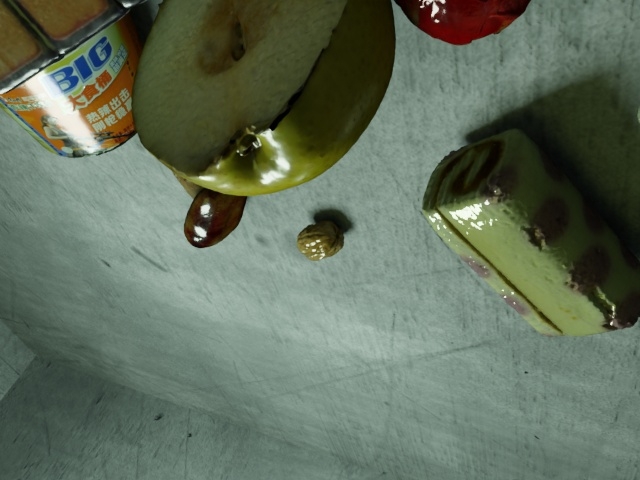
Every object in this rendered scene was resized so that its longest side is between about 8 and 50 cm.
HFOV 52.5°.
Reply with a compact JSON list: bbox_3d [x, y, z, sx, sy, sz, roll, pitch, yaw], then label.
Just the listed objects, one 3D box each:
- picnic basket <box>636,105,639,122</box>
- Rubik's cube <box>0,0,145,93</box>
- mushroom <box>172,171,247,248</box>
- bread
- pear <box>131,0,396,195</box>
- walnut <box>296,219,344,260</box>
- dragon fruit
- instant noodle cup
[{"bbox_3d":[0.421,-0.141,0.779,0.083,0.083,0.065,30,152,4],"label":"picnic basket"},{"bbox_3d":[-0.252,-0.408,0.601,0.344,0.337,0.344,-23,126,17],"label":"Rubik's cube"},{"bbox_3d":[-0.252,-0.110,1.299,0.217,0.148,0.227,43,138,12],"label":"mushroom"},{"bbox_3d":[0.322,-0.002,0.968,0.338,0.155,0.187,40,153,-20],"label":"bread"},{"bbox_3d":[-0.053,-0.215,0.796,0.341,0.386,0.191,-22,146,29],"label":"pear"},{"bbox_3d":[0.000,0.000,1.276,0.079,0.082,0.096,19,155,-39],"label":"walnut"},{"bbox_3d":[0.154,-0.301,0.690,0.173,0.172,0.209,10,143,26],"label":"dragon fruit"},{"bbox_3d":[-0.402,-0.282,1.038,0.297,0.296,0.214,13,151,23],"label":"instant noodle cup"}]
